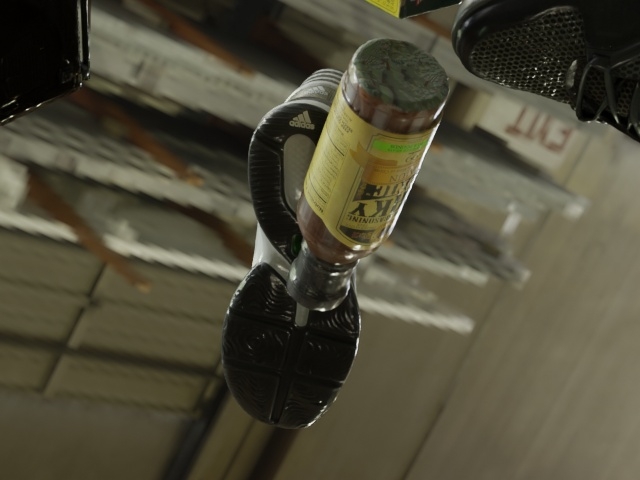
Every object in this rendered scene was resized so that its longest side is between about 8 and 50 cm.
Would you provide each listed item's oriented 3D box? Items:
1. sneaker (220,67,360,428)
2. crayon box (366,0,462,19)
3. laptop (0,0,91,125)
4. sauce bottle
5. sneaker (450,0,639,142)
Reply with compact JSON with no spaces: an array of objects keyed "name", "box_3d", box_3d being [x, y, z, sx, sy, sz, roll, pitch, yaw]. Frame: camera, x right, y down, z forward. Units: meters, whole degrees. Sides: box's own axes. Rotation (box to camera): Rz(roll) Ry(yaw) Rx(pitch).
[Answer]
[{"name":"sneaker","box_3d":[0.001,0.000,2.014,0.169,0.447,0.257,13,-152,10]},{"name":"crayon box","box_3d":[0.004,-0.348,1.427,0.081,0.202,0.318,-20,-139,-35]},{"name":"laptop","box_3d":[-0.202,-0.195,0.921,0.264,0.234,0.136,-30,-127,-31]},{"name":"sauce bottle","box_3d":[0.039,-0.057,1.729,0.111,0.344,0.111,9,-132,-10]},{"name":"sneaker","box_3d":[0.177,-0.073,0.842,0.227,0.087,0.130,11,-125,3]}]
